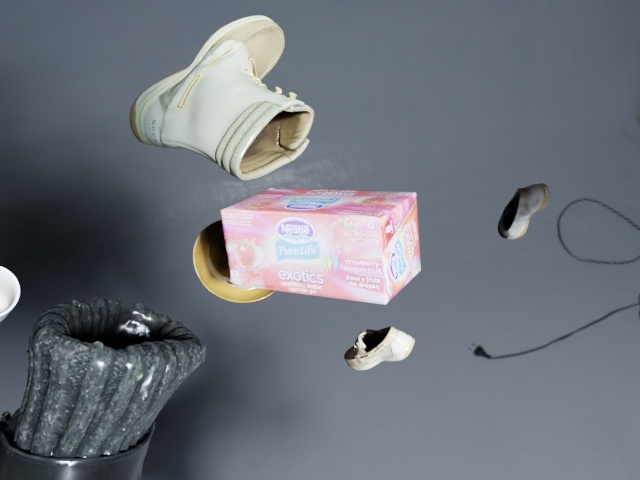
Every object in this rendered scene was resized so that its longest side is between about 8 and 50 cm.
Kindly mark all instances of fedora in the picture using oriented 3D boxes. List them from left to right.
[{"bbox_3d":[-0.155,0.027,1.176,0.194,0.079,0.194,4,67,-10],"label":"fedora"}]

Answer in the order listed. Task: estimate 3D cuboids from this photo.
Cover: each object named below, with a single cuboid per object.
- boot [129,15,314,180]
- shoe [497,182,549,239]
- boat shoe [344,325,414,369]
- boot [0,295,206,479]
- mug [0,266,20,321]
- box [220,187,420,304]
[{"bbox_3d":[-0.068,-0.151,0.615,0.165,0.077,0.213,24,57,31],"label":"boot"},{"bbox_3d":[0.419,-0.061,1.283,0.058,0.219,0.077,-6,67,-7],"label":"shoe"},{"bbox_3d":[0.090,0.181,1.038,0.170,0.059,0.063,-31,23,50],"label":"boat shoe"},{"bbox_3d":[-0.170,0.187,0.367,0.260,0.131,0.348,-62,20,3],"label":"boot"},{"bbox_3d":[-0.379,0.064,0.664,0.078,0.064,0.062,22,58,-19],"label":"mug"},{"bbox_3d":[0.000,0.000,0.998,0.299,0.142,0.154,5,21,31],"label":"box"}]
